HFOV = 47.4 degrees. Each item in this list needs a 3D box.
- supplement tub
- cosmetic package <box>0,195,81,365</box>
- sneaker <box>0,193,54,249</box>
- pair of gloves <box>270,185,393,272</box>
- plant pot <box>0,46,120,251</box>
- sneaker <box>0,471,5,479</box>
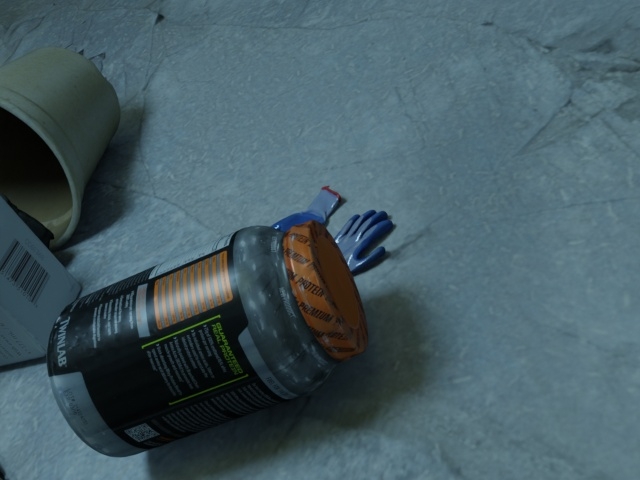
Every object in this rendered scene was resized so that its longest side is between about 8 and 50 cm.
[{"bbox_3d":[-0.119,0.104,0.808,0.316,0.193,0.194,-22,41,14],"label":"supplement tub"},{"bbox_3d":[-0.603,0.092,1.128,0.385,0.217,0.156,-17,37,22],"label":"cosmetic package"},{"bbox_3d":[-0.559,0.037,1.249,0.286,0.130,0.109,-30,37,41],"label":"sneaker"},{"bbox_3d":[0.000,0.000,0.968,0.159,0.023,0.198,-46,40,-14],"label":"pair of gloves"},{"bbox_3d":[-0.528,-0.194,1.325,0.333,0.334,0.305,-13,33,23],"label":"plant pot"},{"bbox_3d":[-0.450,0.359,0.847,0.162,0.106,0.281,-43,41,-6],"label":"sneaker"}]
